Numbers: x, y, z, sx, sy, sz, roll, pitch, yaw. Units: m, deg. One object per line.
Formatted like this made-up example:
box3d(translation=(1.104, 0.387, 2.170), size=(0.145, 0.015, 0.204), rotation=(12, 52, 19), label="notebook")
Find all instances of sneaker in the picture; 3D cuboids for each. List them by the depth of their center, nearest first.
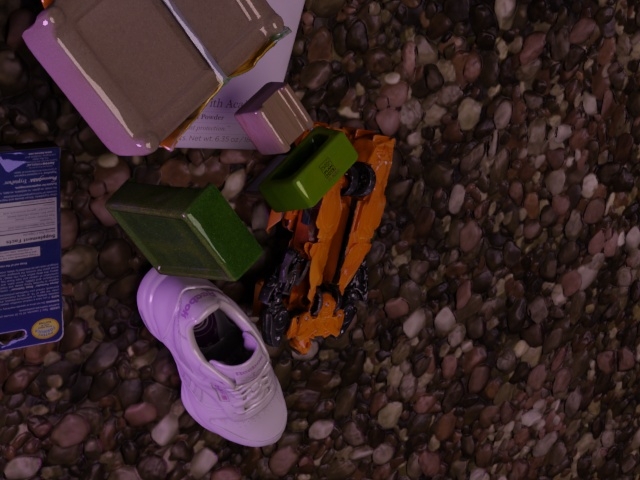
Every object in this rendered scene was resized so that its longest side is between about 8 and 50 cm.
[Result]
box3d(translation=(-0.113, 0.163, 1.308), size=(0.114, 0.152, 0.305), rotation=(-42, 128, -17), label="sneaker")

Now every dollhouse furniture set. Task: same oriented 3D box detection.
box3d(translation=(-0.134, -0.136, 0.998), size=(0.197, 0.151, 0.302), rotation=(-47, 119, -24), label="dollhouse furniture set")

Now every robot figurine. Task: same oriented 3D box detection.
box3d(translation=(0.000, 0.000, 1.349), size=(0.211, 0.085, 0.291), rotation=(2, 107, -54), label="robot figurine")

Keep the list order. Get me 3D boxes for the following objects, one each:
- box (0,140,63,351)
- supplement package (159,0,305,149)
box3d(translation=(-0.346, 0.010, 1.157), size=(0.136, 0.036, 0.225), rotation=(-8, 111, -32), label="box")
box3d(translation=(-0.131, -0.259, 1.081), size=(0.177, 0.175, 0.293), rotation=(-2, 121, -34), label="supplement package")
